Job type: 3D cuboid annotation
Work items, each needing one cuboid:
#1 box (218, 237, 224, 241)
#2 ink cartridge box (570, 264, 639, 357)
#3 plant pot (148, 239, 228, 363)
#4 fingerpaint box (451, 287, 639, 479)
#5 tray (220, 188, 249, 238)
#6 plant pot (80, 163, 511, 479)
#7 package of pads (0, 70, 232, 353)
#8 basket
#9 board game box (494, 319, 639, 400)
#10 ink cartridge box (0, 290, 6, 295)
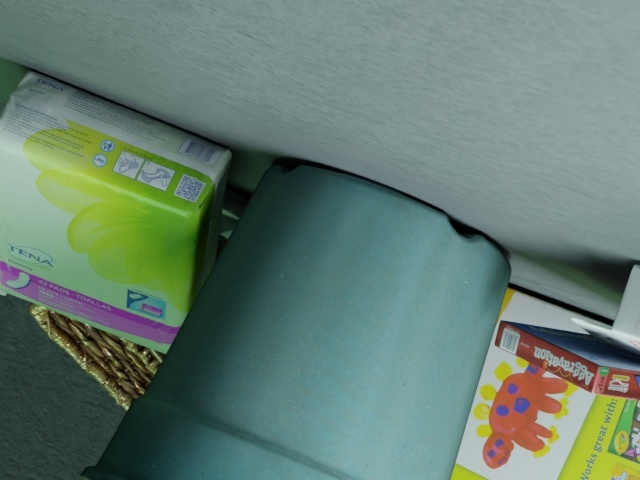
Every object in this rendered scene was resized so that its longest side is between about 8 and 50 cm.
[{"bbox_3d":[-0.188,0.012,1.894,0.244,0.100,0.060,34,180,-6],"label":"box"},{"bbox_3d":[0.303,0.072,1.252,0.180,0.060,0.104,17,172,32],"label":"ink cartridge box"},{"bbox_3d":[-0.083,0.076,1.797,0.237,0.110,0.237,11,135,11],"label":"plant pot"},{"bbox_3d":[0.189,0.288,1.619,0.371,0.445,0.163,20,174,16],"label":"fingerpaint box"},{"bbox_3d":[-0.088,-0.020,1.847,0.145,0.030,0.270,18,171,33],"label":"tray"},{"bbox_3d":[0.002,0.129,1.448,0.341,0.334,0.341,22,169,4],"label":"plant pot"},{"bbox_3d":[-0.220,-0.022,1.585,0.229,0.101,0.296,22,145,5],"label":"package of pads"},{"bbox_3d":[-0.184,0.117,2.049,0.213,0.223,0.299,14,149,52],"label":"basket"},{"bbox_3d":[0.305,0.117,1.367,0.281,0.027,0.145,10,-172,-29],"label":"board game box"},{"bbox_3d":[-0.526,-0.079,2.058,0.270,0.198,0.197,20,172,22],"label":"ink cartridge box"}]
